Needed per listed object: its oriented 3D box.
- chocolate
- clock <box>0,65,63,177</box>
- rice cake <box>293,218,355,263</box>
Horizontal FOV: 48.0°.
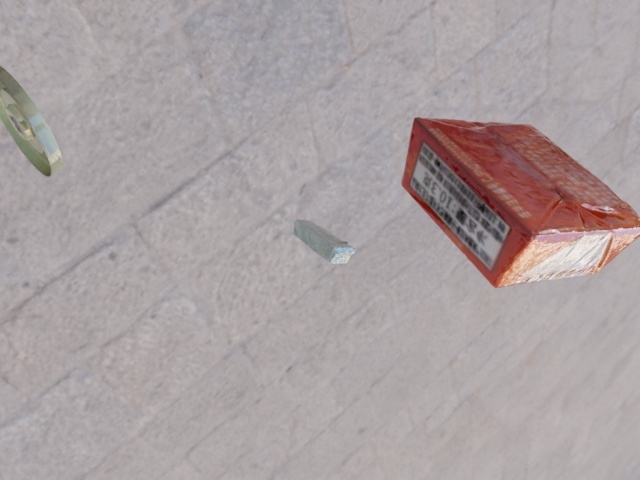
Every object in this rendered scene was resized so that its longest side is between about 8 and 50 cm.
[{"bbox_3d":[0.247,-0.053,0.916,0.235,0.237,0.108,-4,134,-37],"label":"chocolate"},{"bbox_3d":[-0.574,-0.227,1.377,0.029,0.235,0.235,-38,148,-26],"label":"clock"},{"bbox_3d":[0.001,0.000,0.958,0.033,0.171,0.029,8,100,-21],"label":"rice cake"}]
